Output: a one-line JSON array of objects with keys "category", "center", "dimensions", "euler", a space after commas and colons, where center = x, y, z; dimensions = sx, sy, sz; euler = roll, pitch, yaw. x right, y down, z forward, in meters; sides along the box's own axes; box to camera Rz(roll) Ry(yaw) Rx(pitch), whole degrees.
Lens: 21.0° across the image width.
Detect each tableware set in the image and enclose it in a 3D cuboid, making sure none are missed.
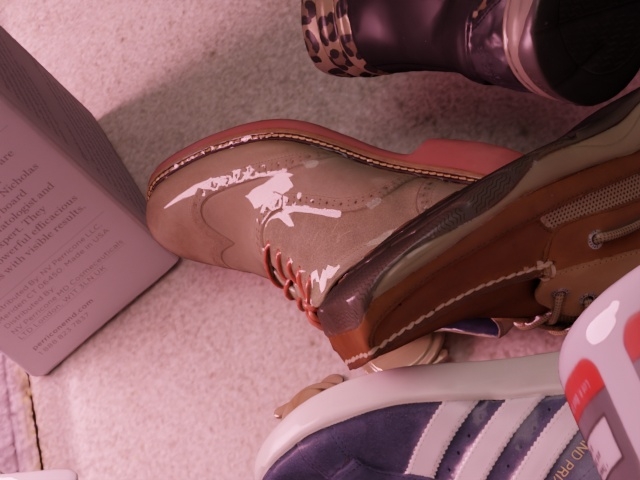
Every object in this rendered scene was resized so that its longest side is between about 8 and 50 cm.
[{"category": "tableware set", "center": [0.040, 0.123, 1.174], "dimensions": [0.141, 0.020, 0.169], "euler": [-33, 44, 8]}]

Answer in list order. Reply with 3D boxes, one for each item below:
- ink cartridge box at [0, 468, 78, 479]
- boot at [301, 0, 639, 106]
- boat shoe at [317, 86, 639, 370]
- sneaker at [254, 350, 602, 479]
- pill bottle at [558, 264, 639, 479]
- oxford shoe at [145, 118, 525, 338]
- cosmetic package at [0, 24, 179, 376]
[{"category": "ink cartridge box", "center": [-0.296, 0.282, 1.220], "dimensions": [0.353, 0.119, 0.207], "euler": [-9, 53, 31]}, {"category": "boot", "center": [0.144, -0.266, 1.201], "dimensions": [0.284, 0.138, 0.377], "euler": [5, 71, 54]}, {"category": "boat shoe", "center": [0.155, -0.002, 1.051], "dimensions": [0.324, 0.120, 0.122], "euler": [-30, 0, -21]}, {"category": "sneaker", "center": [0.118, 0.153, 1.008], "dimensions": [0.350, 0.131, 0.148], "euler": [-14, 59, 24]}, {"category": "pill bottle", "center": [0.269, 0.170, 0.786], "dimensions": [0.210, 0.210, 0.363], "euler": [-28, 67, 16]}, {"category": "oxford shoe", "center": [0.000, 0.000, 1.205], "dimensions": [0.348, 0.123, 0.130], "euler": [1, 48, 36]}, {"category": "cosmetic package", "center": [-0.324, -0.114, 1.297], "dimensions": [0.161, 0.453, 0.230], "euler": [-40, 44, 4]}]
